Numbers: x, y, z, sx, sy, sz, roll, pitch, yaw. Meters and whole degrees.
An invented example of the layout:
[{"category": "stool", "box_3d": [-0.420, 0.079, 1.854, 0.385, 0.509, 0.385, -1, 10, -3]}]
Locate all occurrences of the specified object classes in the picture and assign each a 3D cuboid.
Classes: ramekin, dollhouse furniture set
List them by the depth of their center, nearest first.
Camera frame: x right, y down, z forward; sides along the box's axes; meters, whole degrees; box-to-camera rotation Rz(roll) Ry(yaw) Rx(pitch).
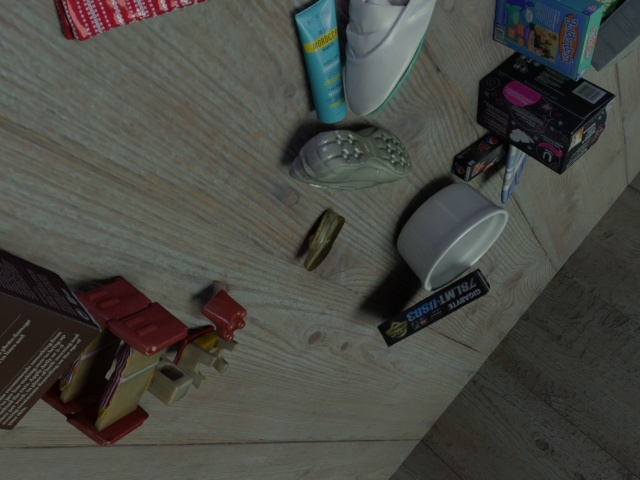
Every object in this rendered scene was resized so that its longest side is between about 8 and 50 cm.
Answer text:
[{"category": "dollhouse furniture set", "box_3d": [-0.275, 0.168, 1.126, 0.201, 0.152, 0.374, -62, 165, 18]}, {"category": "ramekin", "box_3d": [0.323, -0.016, 1.643, 0.277, 0.135, 0.277, -33, 155, -18]}]

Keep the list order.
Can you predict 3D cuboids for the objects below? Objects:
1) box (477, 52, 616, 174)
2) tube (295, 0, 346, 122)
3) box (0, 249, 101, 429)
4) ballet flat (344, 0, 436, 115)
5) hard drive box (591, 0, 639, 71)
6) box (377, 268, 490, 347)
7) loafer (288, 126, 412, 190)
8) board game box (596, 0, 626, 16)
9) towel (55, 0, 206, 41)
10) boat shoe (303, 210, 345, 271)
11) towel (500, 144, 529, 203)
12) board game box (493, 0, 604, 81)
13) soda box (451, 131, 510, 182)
[{"category": "box", "box_3d": [0.506, -0.297, 1.490, 0.163, 0.247, 0.142, -39, 150, -18]}, {"category": "tube", "box_3d": [0.005, -0.286, 1.051, 0.080, 0.052, 0.207, -45, 145, -27]}, {"category": "box", "box_3d": [-0.466, 0.089, 0.757, 0.191, 0.143, 0.381, -48, 151, -3]}, {"category": "ballet flat", "box_3d": [0.122, -0.395, 1.024, 0.400, 0.139, 0.139, -59, 149, 8]}, {"category": "hard drive box", "box_3d": [0.794, -0.551, 1.650, 0.181, 0.089, 0.232, -29, 169, -40]}, {"category": "box", "box_3d": [0.317, 0.178, 1.779, 0.296, 0.073, 0.293, -32, 169, 12]}, {"category": "loafer", "box_3d": [0.065, -0.150, 1.237, 0.112, 0.111, 0.320, -25, 167, 36]}, {"category": "board game box", "box_3d": [0.684, -0.671, 1.487, 0.318, 0.066, 0.318, -33, 147, -26]}, {"category": "towel", "box_3d": [-0.179, -0.352, 0.747, 0.275, 0.031, 0.198, -30, 144, -30]}, {"category": "boat shoe", "box_3d": [0.000, 0.000, 1.358, 0.135, 0.045, 0.050, -58, 157, 7]}, {"category": "towel", "box_3d": [0.529, -0.254, 1.715, 0.209, 0.034, 0.285, -59, 157, -28]}, {"category": "board game box", "box_3d": [0.444, -0.430, 1.299, 0.047, 0.210, 0.160, -40, 149, -17]}, {"category": "soda box", "box_3d": [0.407, -0.216, 1.645, 0.169, 0.053, 0.060, -34, 146, -24]}]
